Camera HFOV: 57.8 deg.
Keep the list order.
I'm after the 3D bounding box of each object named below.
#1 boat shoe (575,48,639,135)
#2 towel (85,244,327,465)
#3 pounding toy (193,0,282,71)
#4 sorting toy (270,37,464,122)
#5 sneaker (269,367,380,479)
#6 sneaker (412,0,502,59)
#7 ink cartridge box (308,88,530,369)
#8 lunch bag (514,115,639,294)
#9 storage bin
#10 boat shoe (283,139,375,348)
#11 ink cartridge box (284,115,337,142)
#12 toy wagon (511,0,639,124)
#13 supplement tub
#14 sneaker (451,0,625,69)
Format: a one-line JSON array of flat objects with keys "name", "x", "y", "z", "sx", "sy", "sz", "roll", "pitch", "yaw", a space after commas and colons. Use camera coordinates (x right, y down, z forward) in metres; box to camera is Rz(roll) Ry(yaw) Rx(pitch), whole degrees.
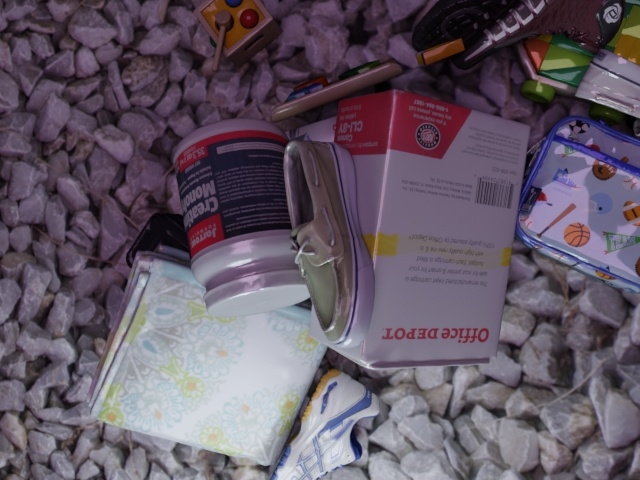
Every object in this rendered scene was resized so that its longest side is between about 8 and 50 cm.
[{"name": "boat shoe", "x": 0.519, "y": -0.194, "z": 0.885, "sx": 0.268, "sy": 0.096, "sz": 0.088, "roll": 24, "pitch": 114, "yaw": -8}, {"name": "towel", "x": -0.190, "y": 0.208, "z": 1.030, "sx": 0.374, "sy": 0.090, "sz": 0.320, "roll": 21, "pitch": 100, "yaw": -15}, {"name": "pounding toy", "x": -0.160, "y": -0.389, "z": 1.061, "sx": 0.141, "sy": 0.100, "sz": 0.130, "roll": -36, "pitch": 84, "yaw": 9}, {"name": "sorting toy", "x": 0.071, "y": -0.276, "z": 0.954, "sx": 0.307, "sy": 0.229, "sz": 0.041, "roll": -19, "pitch": 106, "yaw": 11}, {"name": "sneaker", "x": 0.003, "y": 0.384, "z": 1.041, "sx": 0.131, "sy": 0.112, "sz": 0.296, "roll": 27, "pitch": 99, "yaw": 4}, {"name": "sneaker", "x": 0.277, "y": -0.421, "z": 0.982, "sx": 0.286, "sy": 0.130, "sz": 0.109, "roll": -33, "pitch": 129, "yaw": 26}, {"name": "ink cartridge box", "x": 0.153, "y": -0.011, "z": 0.912, "sx": 0.279, "sy": 0.160, "sz": 0.384, "roll": 6, "pitch": 93, "yaw": -32}, {"name": "lunch bag", "x": 0.466, "y": -0.063, "z": 0.944, "sx": 0.303, "sy": 0.115, "sz": 0.243, "roll": 26, "pitch": 94, "yaw": 8}, {"name": "storage bin", "x": -0.257, "y": 0.041, "z": 1.096, "sx": 0.180, "sy": 0.084, "sz": 0.122, "roll": 36, "pitch": 97, "yaw": 9}, {"name": "boat shoe", "x": 0.000, "y": 0.000, "z": 0.804, "sx": 0.109, "sy": 0.094, "sz": 0.302, "roll": -36, "pitch": 55, "yaw": 51}, {"name": "ink cartridge box", "x": -0.025, "y": -0.131, "z": 1.051, "sx": 0.191, "sy": 0.082, "sz": 0.139, "roll": -16, "pitch": 88, "yaw": 12}, {"name": "toy wagon", "x": 0.502, "y": -0.331, "z": 0.952, "sx": 0.344, "sy": 0.068, "sz": 0.267, "roll": 21, "pitch": 95, "yaw": 10}, {"name": "supplement tub", "x": -0.117, "y": -0.033, "z": 0.906, "sx": 0.191, "sy": 0.191, "sz": 0.272, "roll": -17, "pitch": 73, "yaw": 11}, {"name": "sneaker", "x": 0.357, "y": -0.324, "z": 0.898, "sx": 0.281, "sy": 0.106, "sz": 0.162, "roll": -36, "pitch": 115, "yaw": 29}]
